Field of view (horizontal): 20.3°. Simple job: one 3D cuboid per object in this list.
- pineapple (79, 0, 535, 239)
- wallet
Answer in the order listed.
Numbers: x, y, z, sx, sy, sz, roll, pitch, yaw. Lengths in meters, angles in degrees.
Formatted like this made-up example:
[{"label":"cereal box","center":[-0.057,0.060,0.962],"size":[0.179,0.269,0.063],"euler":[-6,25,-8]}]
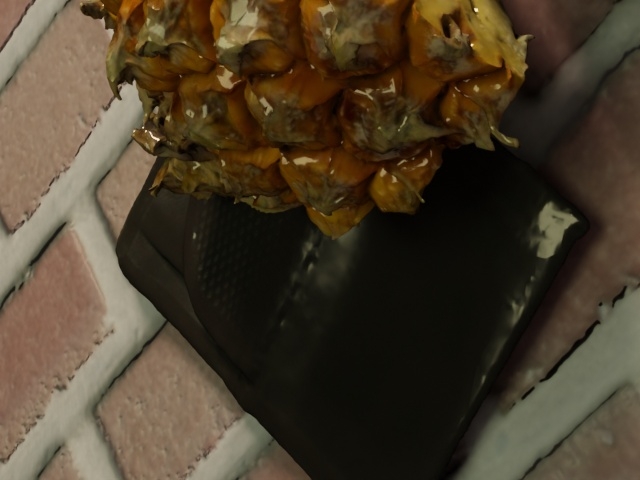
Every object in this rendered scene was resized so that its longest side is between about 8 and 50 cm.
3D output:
[{"label":"pineapple","center":[-0.074,-0.134,0.991],"size":[0.286,0.209,0.344],"euler":[-45,42,30]},{"label":"wallet","center":[0.000,0.000,1.082],"size":[0.323,0.041,0.247],"euler":[43,117,36]}]
